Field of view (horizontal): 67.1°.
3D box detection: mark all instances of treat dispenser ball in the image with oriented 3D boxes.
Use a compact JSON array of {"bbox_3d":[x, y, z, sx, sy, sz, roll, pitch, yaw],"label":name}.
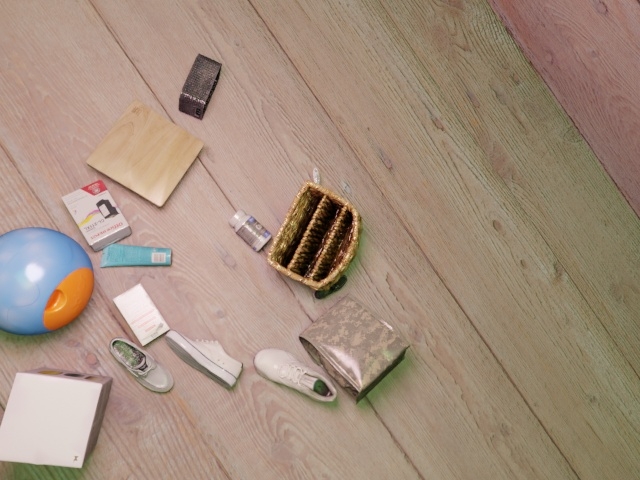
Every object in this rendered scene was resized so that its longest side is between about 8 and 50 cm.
[{"bbox_3d":[-0.763,0.107,1.291,0.288,0.288,0.288,4,77,-17],"label":"treat dispenser ball"}]

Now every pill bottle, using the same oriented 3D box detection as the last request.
[{"bbox_3d":[-0.234,-0.035,1.599,0.137,0.078,0.078,43,70,-5],"label":"pill bottle"}]

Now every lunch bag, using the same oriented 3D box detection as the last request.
[{"bbox_3d":[0.101,0.338,1.572,0.235,0.169,0.287,-38,65,-22],"label":"lunch bag"}]

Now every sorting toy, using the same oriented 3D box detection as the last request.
[{"bbox_3d":[-0.551,-0.266,1.543,0.255,0.089,0.257,32,71,-9],"label":"sorting toy"}]

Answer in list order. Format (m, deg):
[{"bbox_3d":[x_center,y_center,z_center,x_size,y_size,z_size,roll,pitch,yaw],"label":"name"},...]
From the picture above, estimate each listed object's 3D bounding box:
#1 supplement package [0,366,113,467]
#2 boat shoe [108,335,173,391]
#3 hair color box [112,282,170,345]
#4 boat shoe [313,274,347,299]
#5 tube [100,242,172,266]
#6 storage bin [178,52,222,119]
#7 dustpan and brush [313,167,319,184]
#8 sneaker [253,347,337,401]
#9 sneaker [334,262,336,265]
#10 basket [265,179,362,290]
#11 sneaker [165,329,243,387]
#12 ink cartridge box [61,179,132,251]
[{"bbox_3d":[-0.678,0.449,1.257,0.199,0.262,0.198,13,75,-15],"label":"supplement package"},{"bbox_3d":[-0.529,0.367,1.418,0.227,0.081,0.079,41,70,-5],"label":"boat shoe"},{"bbox_3d":[-0.540,0.225,1.461,0.093,0.053,0.167,-33,88,-22],"label":"hair color box"},{"bbox_3d":[0.040,0.161,1.662,0.142,0.040,0.049,-32,89,-21],"label":"boat shoe"},{"bbox_3d":[-0.568,0.047,1.495,0.207,0.052,0.080,3,65,-11],"label":"tube"},{"bbox_3d":[-0.405,-0.515,1.624,0.084,0.122,0.180,20,73,-12],"label":"storage bin"},{"bbox_3d":[-0.012,-0.147,1.701,0.147,0.060,0.211,-5,80,-18],"label":"dustpan and brush"},{"bbox_3d":[-0.070,0.422,1.526,0.297,0.129,0.111,26,74,-9],"label":"sneaker"},{"bbox_3d":[0.028,0.097,1.649,0.152,0.084,0.058,-25,87,-20],"label":"sneaker"},{"bbox_3d":[0.000,0.000,1.532,0.213,0.223,0.299,25,83,18],"label":"basket"},{"bbox_3d":[-0.355,0.346,1.485,0.258,0.094,0.091,40,52,-10],"label":"sneaker"},{"bbox_3d":[-0.674,-0.075,1.464,0.127,0.072,0.175,-32,82,-22],"label":"ink cartridge box"}]
